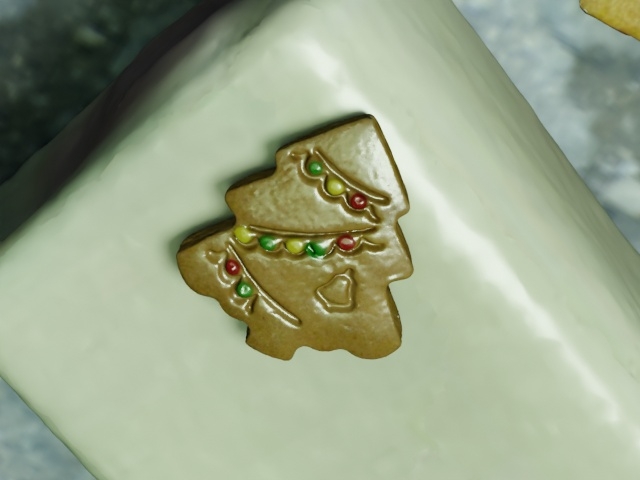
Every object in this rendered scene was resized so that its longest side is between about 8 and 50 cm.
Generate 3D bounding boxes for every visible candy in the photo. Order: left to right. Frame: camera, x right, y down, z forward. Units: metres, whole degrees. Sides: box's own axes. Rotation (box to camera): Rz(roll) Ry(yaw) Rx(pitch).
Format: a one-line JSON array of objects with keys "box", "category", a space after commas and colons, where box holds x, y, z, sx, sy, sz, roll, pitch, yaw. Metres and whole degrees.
[{"box": [0.041, 0.067, 0.719, 0.208, 0.145, 0.359, -36, 105, 15], "category": "candy"}]

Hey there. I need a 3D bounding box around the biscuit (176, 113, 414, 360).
[{"box": [0.000, 0.000, 0.610, 0.082, 0.016, 0.092, 26, 113, -6], "category": "biscuit"}]

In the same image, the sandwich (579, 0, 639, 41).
[{"box": [0.189, -0.145, 0.674, 0.162, 0.058, 0.193, 29, 113, -8], "category": "sandwich"}]
